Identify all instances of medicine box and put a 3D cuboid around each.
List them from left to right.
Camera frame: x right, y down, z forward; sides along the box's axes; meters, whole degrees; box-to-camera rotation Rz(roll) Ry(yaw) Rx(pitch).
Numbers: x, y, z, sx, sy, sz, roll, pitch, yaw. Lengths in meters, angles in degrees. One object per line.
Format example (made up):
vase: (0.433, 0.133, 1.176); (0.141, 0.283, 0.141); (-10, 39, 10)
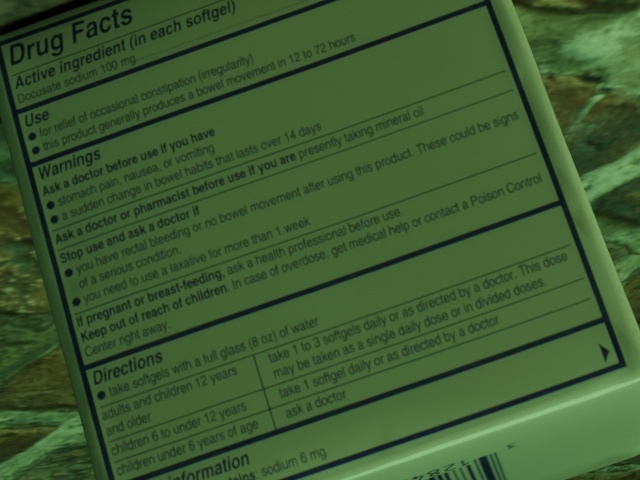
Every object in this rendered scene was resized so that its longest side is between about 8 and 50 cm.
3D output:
medicine box: (0.000, 0.000, 0.959); (0.264, 0.289, 0.149); (-19, 159, 3)
